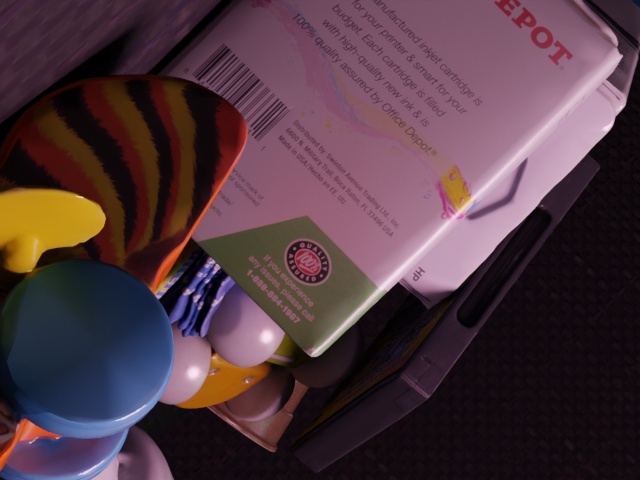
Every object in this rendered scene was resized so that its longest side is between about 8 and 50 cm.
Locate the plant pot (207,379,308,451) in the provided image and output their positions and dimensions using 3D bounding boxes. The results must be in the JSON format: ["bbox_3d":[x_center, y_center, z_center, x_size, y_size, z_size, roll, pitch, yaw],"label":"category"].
[{"bbox_3d":[-0.062,0.104,1.873,0.165,0.167,0.167,-52,176,-1],"label":"plant pot"}]

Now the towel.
[{"bbox_3d":[0.018,-0.083,1.347,0.336,0.040,0.243,-49,-179,34],"label":"towel"}]

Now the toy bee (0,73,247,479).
[{"bbox_3d":[-0.140,0.041,0.704,0.298,0.162,0.195,-78,-165,-49],"label":"toy bee"}]

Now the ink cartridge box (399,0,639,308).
[{"bbox_3d":[0.138,-0.113,1.432,0.223,0.129,0.307,-48,-177,25],"label":"ink cartridge box"}]

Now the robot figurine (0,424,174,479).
[{"bbox_3d":[-0.175,0.259,1.278,0.200,0.300,0.353,-39,136,-26],"label":"robot figurine"}]

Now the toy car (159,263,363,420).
[{"bbox_3d":[-0.064,0.065,1.512,0.182,0.136,0.159,-29,150,30],"label":"toy car"}]

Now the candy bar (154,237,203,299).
[{"bbox_3d":[-0.129,0.035,1.420,0.161,0.018,0.040,-45,176,21],"label":"candy bar"}]

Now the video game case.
[{"bbox_3d":[0.096,0.062,1.467,0.248,0.035,0.275,-50,-178,-26],"label":"video game case"}]

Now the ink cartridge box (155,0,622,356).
[{"bbox_3d":[0.021,-0.069,0.900,0.212,0.154,0.093,-45,176,3],"label":"ink cartridge box"}]
